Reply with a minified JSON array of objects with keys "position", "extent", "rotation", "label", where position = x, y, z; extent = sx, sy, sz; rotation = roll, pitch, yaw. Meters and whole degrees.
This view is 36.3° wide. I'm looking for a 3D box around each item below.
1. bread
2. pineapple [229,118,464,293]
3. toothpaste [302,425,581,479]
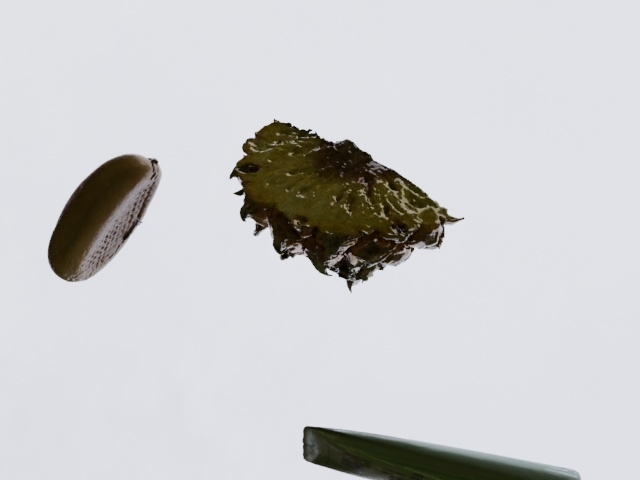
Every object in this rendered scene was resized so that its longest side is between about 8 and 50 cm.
[{"position":[-0.271,-0.034,1.205],"extent":[0.077,0.114,0.189],"rotation":[36,-86,25],"label":"bread"},{"position":[-0.005,-0.003,1.009],"extent":[0.249,0.139,0.164],"rotation":[35,-42,23],"label":"pineapple"},{"position":[0.094,0.163,0.679],"extent":[0.218,0.064,0.041],"rotation":[11,-123,6],"label":"toothpaste"}]
